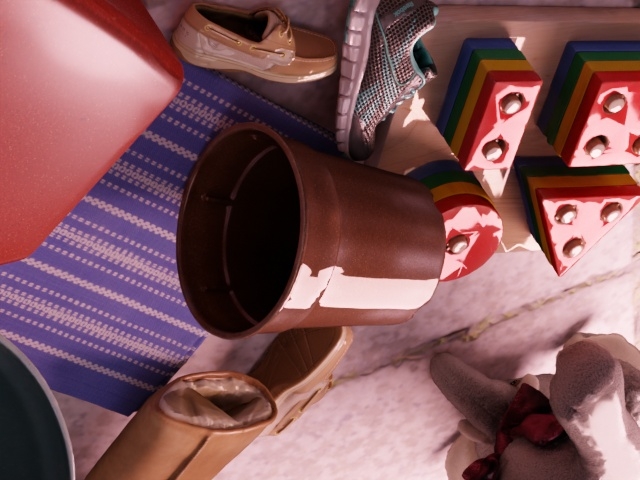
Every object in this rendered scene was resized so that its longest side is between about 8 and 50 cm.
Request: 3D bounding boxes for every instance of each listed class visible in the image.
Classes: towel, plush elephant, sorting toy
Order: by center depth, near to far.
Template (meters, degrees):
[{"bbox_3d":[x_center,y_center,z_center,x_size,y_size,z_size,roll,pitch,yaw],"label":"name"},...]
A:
[{"bbox_3d":[-0.156,-0.001,1.230,0.243,0.040,0.336,25,114,-39],"label":"towel"},{"bbox_3d":[0.176,-0.069,1.282,0.257,0.089,0.255,-3,132,-24],"label":"sorting toy"},{"bbox_3d":[0.207,0.202,1.463,0.330,0.255,0.272,34,101,-35],"label":"plush elephant"}]

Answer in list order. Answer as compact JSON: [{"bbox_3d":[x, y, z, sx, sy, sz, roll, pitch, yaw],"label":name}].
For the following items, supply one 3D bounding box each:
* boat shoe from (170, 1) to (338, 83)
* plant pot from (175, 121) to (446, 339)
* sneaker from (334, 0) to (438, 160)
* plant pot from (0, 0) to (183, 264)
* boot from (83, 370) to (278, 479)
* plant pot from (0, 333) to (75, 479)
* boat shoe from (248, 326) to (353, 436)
[{"bbox_3d":[-0.043,-0.152,1.124,0.135,0.050,0.045,1,135,-27],"label":"boat shoe"},{"bbox_3d":[0.000,0.000,1.174,0.165,0.167,0.167,7,127,-38],"label":"plant pot"},{"bbox_3d":[0.053,-0.126,1.169,0.076,0.065,0.166,10,133,3],"label":"sneaker"},{"bbox_3d":[-0.248,-0.128,0.915,0.267,0.267,0.235,-45,147,18],"label":"plant pot"},{"bbox_3d":[-0.200,0.219,1.338,0.236,0.089,0.269,-6,147,-46],"label":"boot"},{"bbox_3d":[-0.366,0.203,1.156,0.196,0.293,0.293,-4,152,39],"label":"plant pot"},{"bbox_3d":[-0.020,0.127,1.398,0.059,0.063,0.170,16,132,-39],"label":"boat shoe"}]
